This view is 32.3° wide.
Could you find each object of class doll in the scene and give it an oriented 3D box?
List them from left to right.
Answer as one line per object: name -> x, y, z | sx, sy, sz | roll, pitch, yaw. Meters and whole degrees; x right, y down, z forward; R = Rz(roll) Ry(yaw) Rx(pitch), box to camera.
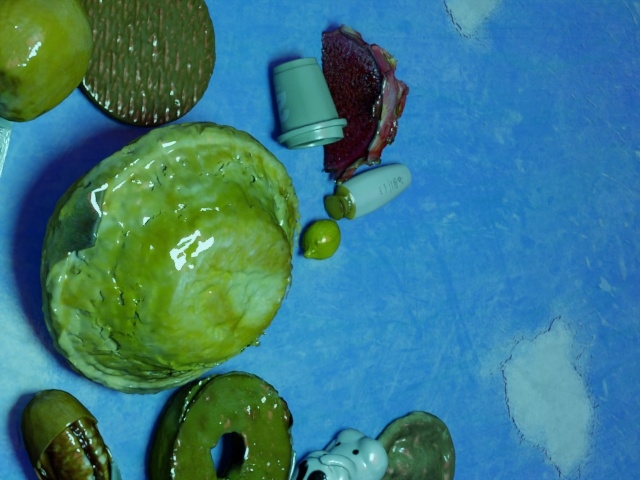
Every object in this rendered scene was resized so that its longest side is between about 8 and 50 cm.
doll -> 0.030, 0.396, 1.890 | 0.180, 0.110, 0.107 | -20, 120, -38

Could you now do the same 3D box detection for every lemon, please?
lemon -> 0.000, 0.000, 1.885 | 0.092, 0.065, 0.065 | -52, 120, -31

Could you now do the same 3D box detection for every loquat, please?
loquat -> -0.407, -0.263, 1.490 | 0.187, 0.176, 0.234 | 39, 63, -14

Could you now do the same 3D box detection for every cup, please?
cup -> -0.024, -0.228, 1.833 | 0.120, 0.120, 0.141 | -12, 91, -38

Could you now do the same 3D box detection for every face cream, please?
face cream -> 0.087, -0.087, 1.961 | 0.182, 0.051, 0.072 | -27, 109, -36

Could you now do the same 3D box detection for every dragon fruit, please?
dragon fruit -> 0.094, -0.233, 1.894 | 0.126, 0.161, 0.274 | -1, 90, -36

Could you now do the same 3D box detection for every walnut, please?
walnut -> -0.357, 0.304, 1.572 | 0.115, 0.115, 0.207 | -31, 114, -34

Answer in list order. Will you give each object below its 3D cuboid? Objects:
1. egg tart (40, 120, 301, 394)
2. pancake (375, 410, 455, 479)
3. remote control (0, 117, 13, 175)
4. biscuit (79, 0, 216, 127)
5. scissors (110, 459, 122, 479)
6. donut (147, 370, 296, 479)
egg tart -> -0.186, 0.048, 1.596 | 0.443, 0.178, 0.443 | -22, 127, -32
pancake -> 0.167, 0.429, 2.043 | 0.236, 0.042, 0.223 | -3, 96, -38
remote control -> -0.471, -0.106, 1.527 | 0.061, 0.029, 0.162 | 16, 86, -36
biscuit -> -0.271, -0.302, 1.677 | 0.262, 0.037, 0.262 | -1, 91, -38
scissors -> -0.279, 0.487, 1.617 | 0.256, 0.029, 0.384 | -46, 135, -37
donut -> -0.161, 0.338, 1.744 | 0.272, 0.107, 0.272 | 2, 87, -43
